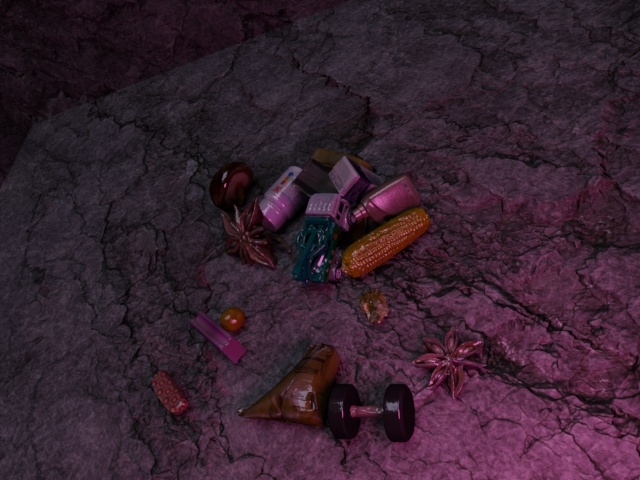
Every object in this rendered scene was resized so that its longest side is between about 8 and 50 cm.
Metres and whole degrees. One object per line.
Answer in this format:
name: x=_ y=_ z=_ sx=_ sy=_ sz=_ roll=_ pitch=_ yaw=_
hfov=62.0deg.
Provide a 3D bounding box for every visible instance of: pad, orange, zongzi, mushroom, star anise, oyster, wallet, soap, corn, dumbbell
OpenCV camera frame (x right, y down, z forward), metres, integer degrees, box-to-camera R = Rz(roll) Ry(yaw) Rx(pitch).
pad: x=0.019 y=-0.212 z=2.099 sx=0.233 sy=0.022 sz=0.174 roll=34 pitch=55 yaw=3
orange: x=-0.317 y=0.283 z=1.920 sx=0.085 sy=0.085 sz=0.095 roll=3 pitch=33 yaw=29
zongzi: x=-0.096 y=0.441 z=1.663 sx=0.289 sy=0.123 sz=0.260 roll=-4 pitch=47 yaw=29
mushroom: x=-0.398 y=-0.247 z=2.321 sx=0.138 sy=0.194 sz=0.231 roll=17 pitch=52 yaw=35
star anise: x=0.364 y=0.343 z=1.542 sx=0.212 sy=0.073 sz=0.197 roll=-42 pitch=51 yaw=-14
oyster: x=0.173 y=0.218 z=1.768 sx=0.122 sy=0.045 sz=0.146 roll=-8 pitch=49 yaw=39
wallet: x=0.134 y=-0.063 z=2.021 sx=0.095 sy=0.026 sz=0.176 roll=-15 pitch=46 yaw=23
soap: x=-0.359 y=0.338 z=1.870 sx=0.203 sy=0.122 sz=0.065 roll=28 pitch=69 yaw=41
star anise: x=-0.263 y=-0.015 z=2.079 sx=0.350 sy=0.292 sz=0.109 roll=-19 pitch=10 yaw=42
corn: x=0.222 y=0.005 z=1.857 sx=0.363 sy=0.120 sz=0.120 roll=-35 pitch=46 yaw=-5
dumbbell: x=0.141 y=0.479 z=1.487 sx=0.218 sy=0.152 sz=0.152 roll=-6 pitch=51 yaw=22

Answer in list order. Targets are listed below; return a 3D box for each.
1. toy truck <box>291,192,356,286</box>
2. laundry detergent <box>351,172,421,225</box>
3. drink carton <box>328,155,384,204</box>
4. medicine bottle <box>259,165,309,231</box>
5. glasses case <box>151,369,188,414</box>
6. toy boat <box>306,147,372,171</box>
toy truck: x=0.004 y=0.002 z=1.910 sx=0.177 sy=0.178 sz=0.363 roll=4 pitch=63 yaw=30
laundry detergent: x=0.242 y=-0.116 z=1.917 sx=0.237 sy=0.171 sz=0.076 roll=-33 pitch=17 yaw=-1
drink carton: x=0.156 y=-0.204 z=1.983 sx=0.102 sy=0.222 sz=0.134 roll=-50 pitch=41 yaw=21
medicine bottle: x=-0.145 y=-0.168 z=2.158 sx=0.152 sy=0.152 sz=0.254 roll=26 pitch=69 yaw=39
glasses case: x=-0.522 y=0.529 z=1.844 sx=0.073 sy=0.049 sz=0.194 roll=-44 pitch=48 yaw=-10
toy boat: x=0.074 y=-0.304 z=2.186 sx=0.310 sy=0.115 sz=0.089 roll=17 pitch=63 yaw=33
